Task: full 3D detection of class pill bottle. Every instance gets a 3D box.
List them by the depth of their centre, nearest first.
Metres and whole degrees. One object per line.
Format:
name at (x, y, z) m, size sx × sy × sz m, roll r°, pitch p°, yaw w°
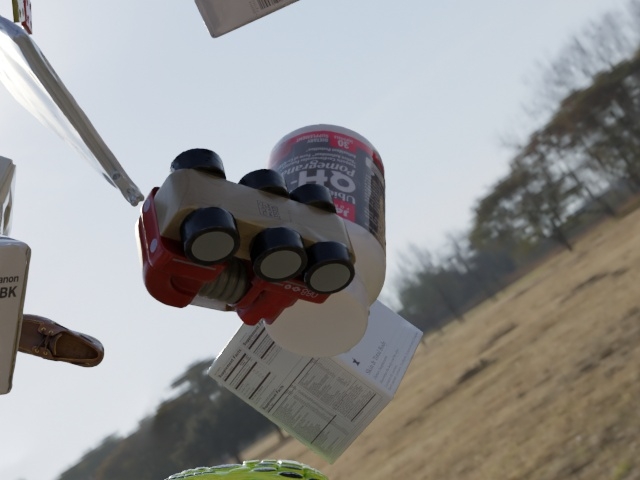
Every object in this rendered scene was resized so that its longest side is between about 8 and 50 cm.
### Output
pill bottle at (0.000, 0.000, 1.512) m, size 0.176 × 0.176 × 0.318 m, roll -35°, pitch 30°, yaw 27°

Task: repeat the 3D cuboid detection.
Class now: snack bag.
snack bag at (-0.365, -0.219, 1.380) m, size 0.037 × 0.342 × 0.323 m, roll -42°, pitch -38°, yaw -12°

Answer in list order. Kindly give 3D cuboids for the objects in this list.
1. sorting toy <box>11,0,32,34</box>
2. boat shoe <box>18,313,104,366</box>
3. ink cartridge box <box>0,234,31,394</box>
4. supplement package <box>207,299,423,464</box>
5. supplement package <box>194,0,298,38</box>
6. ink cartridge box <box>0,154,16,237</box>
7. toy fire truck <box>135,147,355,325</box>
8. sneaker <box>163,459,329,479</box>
sorting toy at (-0.380, -0.407, 1.499) m, size 0.046 × 0.274 × 0.132 m, roll -3°, pitch -9°, yaw -5°
boat shoe at (-0.424, 0.156, 1.779) m, size 0.060 × 0.178 × 0.064 m, roll 167°, pitch 120°, yaw -74°
ink cartridge box at (-0.364, 0.030, 0.772) m, size 0.273 × 0.114 × 0.197 m, roll 13°, pitch 9°, yaw 33°
supplement package at (-0.006, 0.189, 1.906) m, size 0.198 × 0.263 × 0.199 m, roll -53°, pitch 1°, yaw 35°
supplement package at (-0.065, -0.376, 1.396) m, size 0.178 × 0.175 × 0.293 m, roll -22°, pitch 13°, yaw 13°
ink cartridge box at (-0.587, -0.056, 1.542) m, size 0.223 × 0.308 × 0.129 m, roll 119°, pitch 168°, yaw -57°
toy fire truck at (-0.114, 0.029, 1.238) m, size 0.217 × 0.158 × 0.246 m, roll 16°, pitch -51°, yaw -32°
sneaker at (-0.118, 0.427, 1.847) m, size 0.296 × 0.123 × 0.109 m, roll -7°, pitch 3°, yaw 12°
